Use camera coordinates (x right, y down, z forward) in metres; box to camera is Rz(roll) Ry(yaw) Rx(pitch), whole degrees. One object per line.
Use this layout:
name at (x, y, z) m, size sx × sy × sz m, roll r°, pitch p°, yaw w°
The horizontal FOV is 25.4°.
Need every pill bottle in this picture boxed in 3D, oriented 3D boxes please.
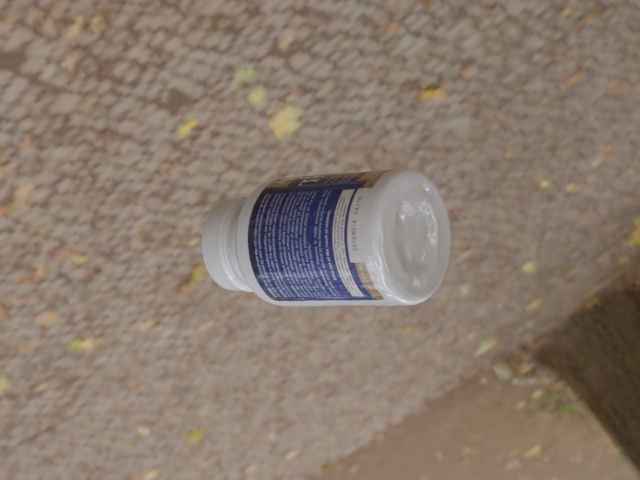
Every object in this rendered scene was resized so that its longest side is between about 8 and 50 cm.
pill bottle at (0.000, 0.000, 0.718) m, size 0.120 × 0.067 × 0.067 m, roll -2°, pitch 180°, yaw 38°
